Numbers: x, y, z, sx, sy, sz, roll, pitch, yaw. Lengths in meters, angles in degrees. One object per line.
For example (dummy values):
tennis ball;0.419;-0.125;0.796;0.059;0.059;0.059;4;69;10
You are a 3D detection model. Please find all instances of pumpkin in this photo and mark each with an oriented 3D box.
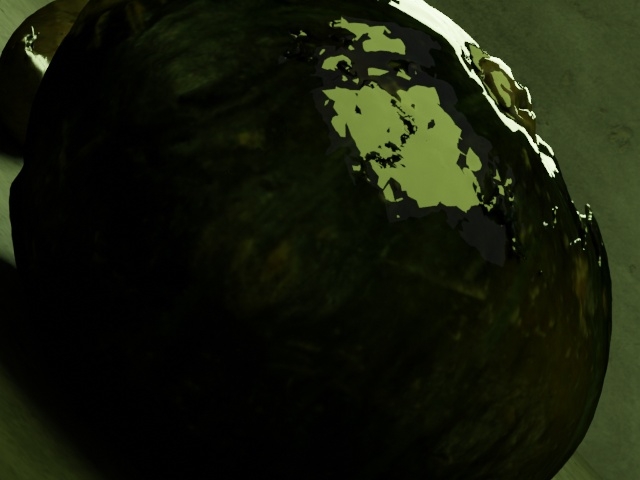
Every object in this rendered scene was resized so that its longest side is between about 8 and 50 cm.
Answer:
pumpkin;0.000;0.000;1.325;0.454;0.344;0.454;41;12;-10

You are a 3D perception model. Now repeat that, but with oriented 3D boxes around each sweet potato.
sweet potato;-0.233;-0.145;1.740;0.130;0.130;0.422;45;10;-5
